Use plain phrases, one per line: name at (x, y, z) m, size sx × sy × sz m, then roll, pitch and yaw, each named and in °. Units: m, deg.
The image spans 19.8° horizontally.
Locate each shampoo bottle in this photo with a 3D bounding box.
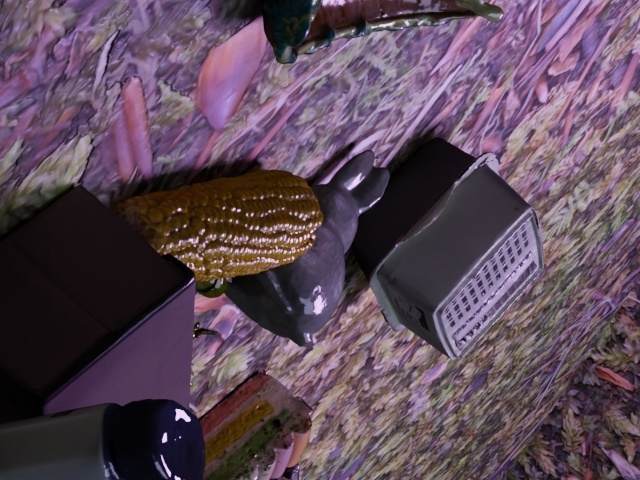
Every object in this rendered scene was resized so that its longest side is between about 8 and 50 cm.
shampoo bottle at (-0.264, 0.198, 1.501) m, size 0.359 × 0.078 × 0.134 m, roll -12°, pitch 153°, yaw 21°

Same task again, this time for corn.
corn at (-0.090, -0.012, 1.774) m, size 0.101 × 0.101 × 0.310 m, roll -56°, pitch 161°, yaw 23°

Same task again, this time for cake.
cake at (-0.114, 0.272, 2.280) m, size 0.225 × 0.109 × 0.090 m, roll -39°, pitch 160°, yaw -26°

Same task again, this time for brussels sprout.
brussels sprout at (-0.106, 0.019, 1.902) m, size 0.083 × 0.046 × 0.051 m, roll -61°, pitch 156°, yaw 9°

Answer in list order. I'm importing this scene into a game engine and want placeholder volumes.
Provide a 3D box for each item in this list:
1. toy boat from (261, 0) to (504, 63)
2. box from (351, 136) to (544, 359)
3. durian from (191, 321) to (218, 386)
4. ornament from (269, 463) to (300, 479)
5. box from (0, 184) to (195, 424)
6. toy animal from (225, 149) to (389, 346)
toy boat at (0.049, -0.222, 1.677) m, size 0.293 × 0.099 × 0.108 m, roll -14°, pitch 142°, yaw -48°
box at (0.157, 0.012, 2.269) m, size 0.220 × 0.166 × 0.290 m, roll -46°, pitch 162°, yaw -6°
durian at (-0.174, 0.119, 1.899) m, size 0.100 × 0.086 × 0.215 m, roll -64°, pitch 158°, yaw 5°
ornament at (-0.051, 0.340, 2.427) m, size 0.153 × 0.196 × 0.166 m, roll -54°, pitch 162°, yaw 21°
box at (-0.226, 0.105, 1.626) m, size 0.188 × 0.153 × 0.252 m, roll -41°, pitch 160°, yaw -25°
toy animal at (-0.009, 0.005, 1.987) m, size 0.108 × 0.138 × 0.236 m, roll -24°, pitch -162°, yaw 43°
